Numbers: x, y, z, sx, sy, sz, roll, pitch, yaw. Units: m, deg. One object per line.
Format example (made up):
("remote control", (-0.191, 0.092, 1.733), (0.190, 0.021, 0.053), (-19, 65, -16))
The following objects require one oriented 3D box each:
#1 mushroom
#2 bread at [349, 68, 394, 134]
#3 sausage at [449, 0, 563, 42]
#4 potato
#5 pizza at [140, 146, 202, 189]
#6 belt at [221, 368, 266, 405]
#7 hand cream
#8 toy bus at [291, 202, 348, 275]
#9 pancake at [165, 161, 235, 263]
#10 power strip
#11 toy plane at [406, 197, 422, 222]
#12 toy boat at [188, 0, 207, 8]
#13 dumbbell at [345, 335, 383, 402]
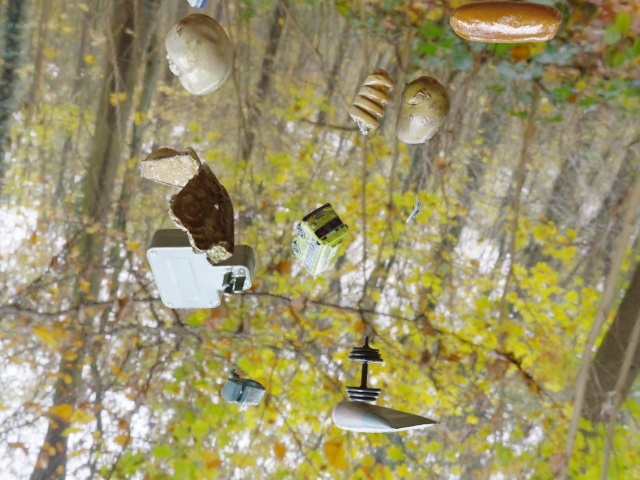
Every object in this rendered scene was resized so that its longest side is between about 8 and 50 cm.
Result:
("mushroom", (-0.215, -0.330, 1.236), (0.112, 0.148, 0.148), (-18, -170, 18))
("bread", (0.139, -0.373, 1.873), (0.084, 0.177, 0.119), (28, -173, 14))
("sausage", (0.393, -0.469, 1.495), (0.238, 0.098, 0.098), (10, -164, 19))
("potato", (0.254, -0.318, 1.731), (0.137, 0.176, 0.137), (4, -134, -4))
("pizza", (-0.422, -0.232, 2.027), (0.188, 0.204, 0.080), (13, -118, -8))
("belt", (-0.181, 0.317, 1.505), (0.100, 0.065, 0.179), (22, 170, 12))
("hand cream", (0.123, 0.385, 1.515), (0.111, 0.070, 0.312), (2, 169, -28))
("toy bus", (0.000, 0.000, 2.392), (0.128, 0.262, 0.150), (-32, -107, -23))
("pancake", (-0.279, -0.059, 1.740), (0.212, 0.056, 0.257), (52, -143, -21))
("power strip", (-0.311, 0.091, 1.852), (0.261, 0.229, 0.141), (-1, -140, 5))
("toy plane", (0.294, -0.092, 2.179), (0.024, 0.084, 0.078), (18, -164, -15))
("toy boat", (-0.353, -0.881, 2.182), (0.088, 0.295, 0.129), (1, -127, -38))
("dumbbell", (0.118, 0.361, 1.876), (0.099, 0.208, 0.099), (5, 169, 1))
